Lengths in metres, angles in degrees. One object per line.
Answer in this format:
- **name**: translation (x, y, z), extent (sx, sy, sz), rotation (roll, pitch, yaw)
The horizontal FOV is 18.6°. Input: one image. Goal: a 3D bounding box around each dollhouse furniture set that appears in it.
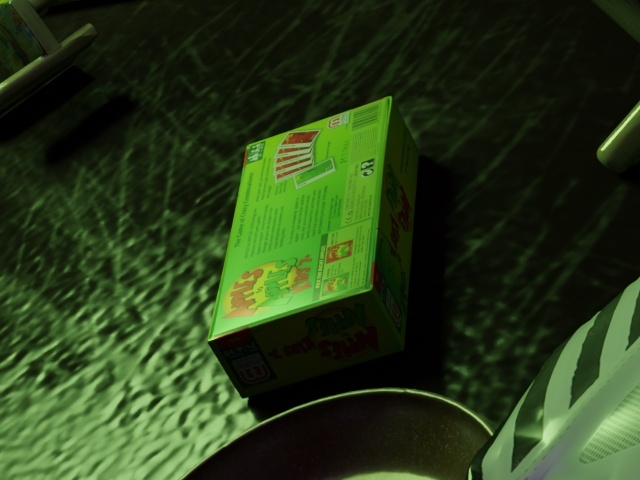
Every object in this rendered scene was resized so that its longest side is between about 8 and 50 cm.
- **dollhouse furniture set**: translation (-0.302, -0.168, 1.393), extent (0.161, 0.212, 0.242), rotation (-37, 5, -16)

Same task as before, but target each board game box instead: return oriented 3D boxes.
- **board game box**: translation (0.000, 0.000, 1.046), extent (0.092, 0.043, 0.181), rotation (-19, 32, 18)

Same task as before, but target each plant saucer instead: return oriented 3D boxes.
- **plant saucer**: translation (-0.003, 0.145, 0.841), extent (0.198, 0.036, 0.198), rotation (-20, 32, 14)

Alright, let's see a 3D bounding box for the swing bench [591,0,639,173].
- **swing bench**: translation (0.175, -0.181, 0.893), extent (0.165, 0.253, 0.255), rotation (21, 80, 52)

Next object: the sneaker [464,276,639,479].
- **sneaker**: translation (0.207, 0.110, 0.638), extent (0.257, 0.169, 0.447), rotation (-40, 23, -1)

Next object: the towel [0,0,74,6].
- **towel**: translation (-0.141, -0.218, 1.512), extent (0.237, 0.021, 0.102), rotation (-5, 33, 36)
